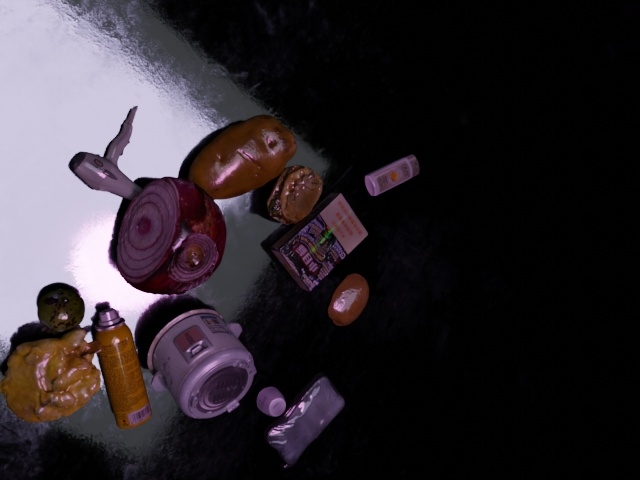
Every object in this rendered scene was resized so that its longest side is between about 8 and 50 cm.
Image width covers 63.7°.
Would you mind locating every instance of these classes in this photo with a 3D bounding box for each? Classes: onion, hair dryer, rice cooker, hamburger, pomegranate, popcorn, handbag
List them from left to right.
[{"bbox_3d":[-0.712,0.356,1.385,0.233,0.192,0.266,43,76,-8],"label":"popcorn"},{"bbox_3d":[-0.715,0.204,1.410,0.122,0.122,0.161,23,119,-30],"label":"pomegranate"},{"bbox_3d":[-0.542,-0.221,1.480,0.267,0.092,0.229,-52,125,-26],"label":"hair dryer"},{"bbox_3d":[-0.395,0.000,1.466,0.260,0.282,0.337,20,89,-49],"label":"onion"},{"bbox_3d":[-0.354,0.354,1.527,0.316,0.316,0.264,-39,139,-20],"label":"rice cooker"},{"bbox_3d":[-0.090,-0.155,1.708,0.183,0.130,0.206,18,106,-56],"label":"hamburger"},{"bbox_3d":[-0.056,0.648,1.860,0.332,0.075,0.192,-45,118,-22],"label":"handbag"}]

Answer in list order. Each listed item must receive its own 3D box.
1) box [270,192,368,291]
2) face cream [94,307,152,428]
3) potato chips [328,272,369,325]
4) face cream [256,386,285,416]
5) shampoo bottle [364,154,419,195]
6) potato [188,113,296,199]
[{"bbox_3d":[0.000,0.000,1.804,0.310,0.084,0.198,-44,115,-19],"label":"box"},{"bbox_3d":[-0.582,0.366,1.500,0.105,0.105,0.349,-16,104,-27],"label":"face cream"},{"bbox_3d":[0.112,0.227,1.917,0.150,0.049,0.202,44,80,-21],"label":"potato chips"},{"bbox_3d":[-0.167,0.554,1.766,0.091,0.095,0.091,-4,99,-30],"label":"face cream"},{"bbox_3d":[0.273,-0.248,1.947,0.227,0.056,0.086,-27,109,-25],"label":"shampoo bottle"},{"bbox_3d":[-0.249,-0.249,1.601,0.369,0.176,0.195,-33,153,-15],"label":"potato"}]
